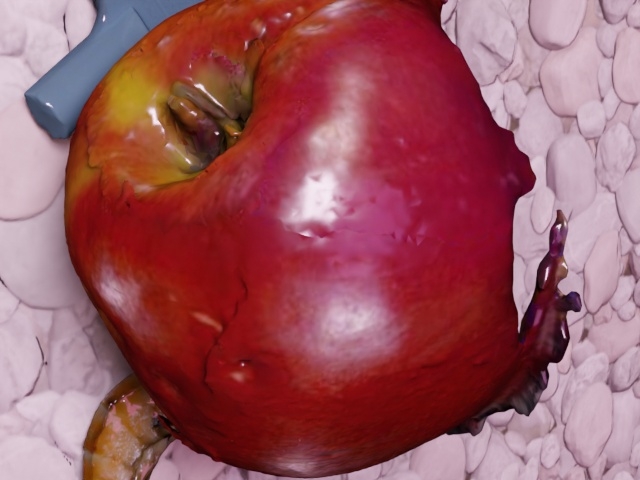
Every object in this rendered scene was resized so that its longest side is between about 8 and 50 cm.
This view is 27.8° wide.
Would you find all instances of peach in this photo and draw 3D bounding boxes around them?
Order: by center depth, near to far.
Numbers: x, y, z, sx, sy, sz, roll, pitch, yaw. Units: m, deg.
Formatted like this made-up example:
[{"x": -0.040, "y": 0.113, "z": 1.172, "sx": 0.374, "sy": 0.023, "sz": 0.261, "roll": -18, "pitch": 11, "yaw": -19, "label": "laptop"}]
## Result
[{"x": 0.000, "y": 0.000, "z": 0.971, "sx": 0.353, "sy": 0.339, "sz": 0.416, "roll": -29, "pitch": 147, "yaw": 17, "label": "peach"}]

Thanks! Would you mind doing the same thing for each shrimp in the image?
[{"x": -0.091, "y": 0.196, "z": 1.128, "sx": 0.262, "sy": 0.051, "sz": 0.198, "roll": -2, "pitch": 108, "yaw": -38, "label": "shrimp"}]

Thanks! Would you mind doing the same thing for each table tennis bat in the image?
[{"x": -0.108, "y": -0.204, "z": 1.021, "sx": 0.329, "sy": 0.044, "sz": 0.215, "roll": -50, "pitch": 128, "yaw": -24, "label": "table tennis bat"}]
